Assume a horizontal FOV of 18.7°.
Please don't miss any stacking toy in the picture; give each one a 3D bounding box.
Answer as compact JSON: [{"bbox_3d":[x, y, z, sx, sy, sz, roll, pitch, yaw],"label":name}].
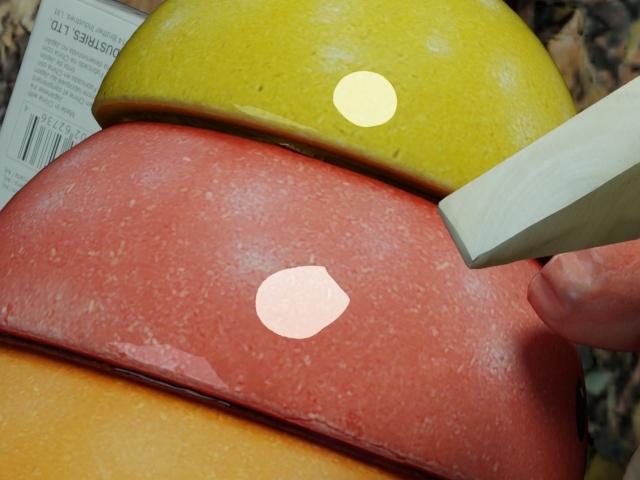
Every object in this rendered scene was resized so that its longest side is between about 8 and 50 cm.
[{"bbox_3d":[0.211,-0.010,0.601,0.309,0.279,0.130,-36,70,22],"label":"stacking toy"},{"bbox_3d":[0.000,0.000,0.783,0.350,0.350,0.480,14,82,38],"label":"stacking toy"}]

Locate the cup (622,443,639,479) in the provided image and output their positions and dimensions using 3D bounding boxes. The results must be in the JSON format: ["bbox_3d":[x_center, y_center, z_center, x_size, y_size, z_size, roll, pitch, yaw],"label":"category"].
[{"bbox_3d":[0.252,0.184,0.558,0.236,0.331,0.331,-14,73,-9],"label":"cup"}]

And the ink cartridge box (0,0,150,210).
[{"bbox_3d":[-0.109,0.044,0.988,0.185,0.065,0.311,26,99,35],"label":"ink cartridge box"}]
